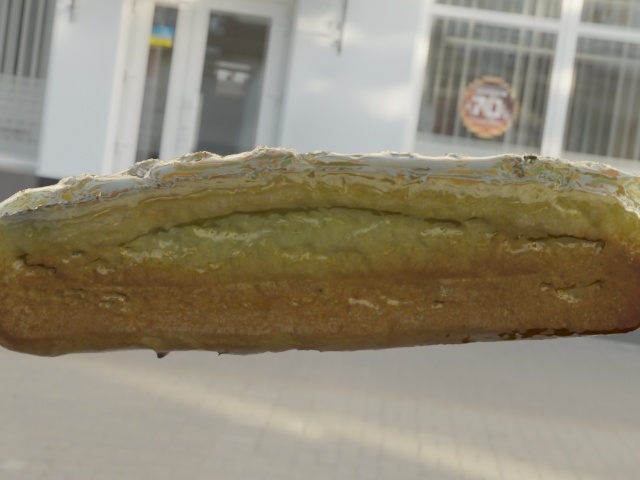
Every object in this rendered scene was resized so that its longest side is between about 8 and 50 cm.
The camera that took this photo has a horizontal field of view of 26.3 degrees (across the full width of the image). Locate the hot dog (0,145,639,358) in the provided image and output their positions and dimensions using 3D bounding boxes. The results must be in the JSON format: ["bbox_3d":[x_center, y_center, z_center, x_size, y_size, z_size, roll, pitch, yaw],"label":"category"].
[{"bbox_3d":[0.000,0.000,0.425,0.215,0.066,0.047,-4,28,0],"label":"hot dog"}]
